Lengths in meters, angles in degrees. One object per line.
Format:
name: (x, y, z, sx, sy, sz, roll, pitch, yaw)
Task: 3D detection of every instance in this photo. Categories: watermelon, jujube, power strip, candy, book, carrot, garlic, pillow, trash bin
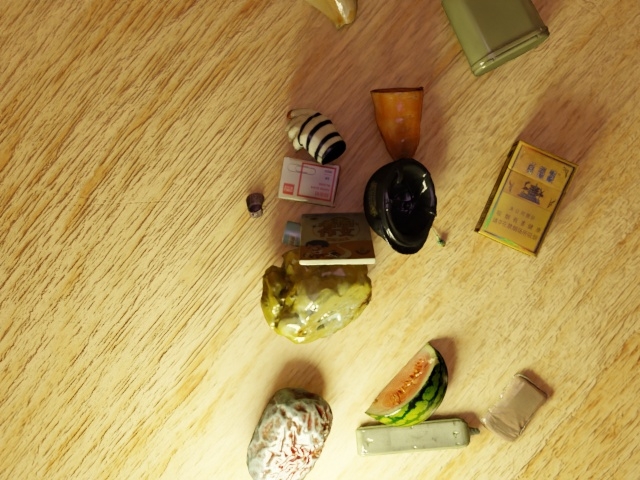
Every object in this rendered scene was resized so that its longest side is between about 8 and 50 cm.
watermelon: (0.281, 0.467, 1.665, 0.159, 0.128, 0.303, 43, 90, 19)
jujube: (-0.097, 0.603, 1.672, 0.225, 0.226, 0.317, 24, 96, 1)
power strip: (0.305, 0.614, 1.726, 0.387, 0.066, 0.092, -6, 77, 4)
candy: (0.363, -0.016, 1.713, 0.025, 0.023, 0.083, -31, 82, 12)
book: (0.045, -0.011, 1.595, 0.207, 0.295, 0.020, -2, 118, 0)
carrot: (0.240, -0.347, 1.649, 0.159, 0.159, 0.225, -8, 105, 3)
garlic: (0.003, -0.743, 1.643, 0.244, 0.145, 0.164, 29, 125, 3)
pillow: (0.607, 0.528, 1.725, 0.135, 0.034, 0.211, 37, 95, -4)
trash bin: (0.513, -0.651, 1.622, 0.243, 0.121, 0.248, -26, 90, 4)

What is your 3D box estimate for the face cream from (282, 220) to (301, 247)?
face cream: (0.000, 0.000, 1.700, 0.229, 0.075, 0.075, 14, 94, 1)

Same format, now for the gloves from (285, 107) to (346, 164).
gloves: (-0.028, -0.325, 1.636, 0.140, 0.131, 0.219, -41, 74, -6)

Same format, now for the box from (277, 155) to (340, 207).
box: (-0.032, -0.179, 1.678, 0.182, 0.099, 0.133, 12, 95, 2)

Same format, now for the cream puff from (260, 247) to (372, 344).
cream puff: (-0.022, 0.135, 1.630, 0.324, 0.291, 0.257, -51, 61, 23)

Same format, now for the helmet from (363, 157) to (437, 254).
helmet: (0.219, -0.102, 1.631, 0.230, 0.160, 0.279, 5, 91, -39)

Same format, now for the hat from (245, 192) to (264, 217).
hat: (-0.202, -0.107, 1.725, 0.058, 0.042, 0.087, -7, 59, 0)

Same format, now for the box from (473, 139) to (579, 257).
box: (0.617, -0.124, 1.661, 0.192, 0.084, 0.302, 24, 94, 1)
